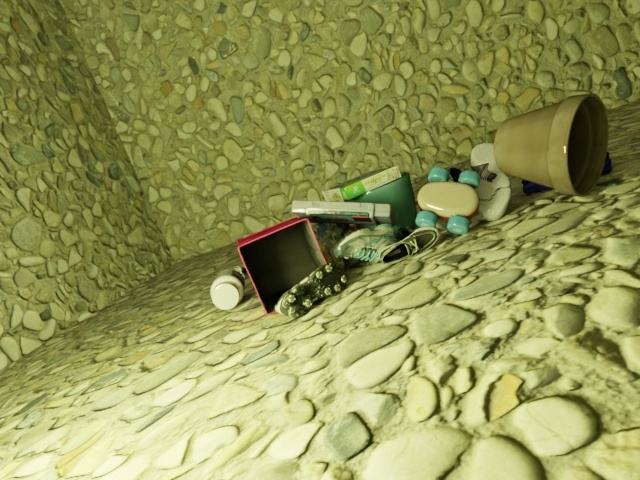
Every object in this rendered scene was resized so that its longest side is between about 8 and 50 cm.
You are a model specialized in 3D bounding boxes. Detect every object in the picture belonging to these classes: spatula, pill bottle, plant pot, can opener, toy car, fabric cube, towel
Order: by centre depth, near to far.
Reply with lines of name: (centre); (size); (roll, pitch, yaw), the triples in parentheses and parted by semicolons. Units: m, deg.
plant pot: (0.753, -0.315, 1.639); (0.323, 0.323, 0.280); (-28, 26, -36)
fabric cube: (-0.132, 0.079, 1.724); (0.254, 0.259, 0.258); (-23, 8, -9)
toy car: (0.466, -0.106, 1.765); (0.210, 0.219, 0.238); (10, -21, 23)
spatula: (0.077, 0.002, 1.836); (0.168, 0.019, 0.242); (21, 28, 15)
can opener: (0.348, -0.024, 1.854); (0.073, 0.059, 0.186); (-22, 9, -10)
towel: (0.948, -0.273, 1.897); (0.308, 0.076, 0.227); (-15, 12, 33)
pill bottle: (-0.371, 0.197, 1.955); (0.131, 0.131, 0.229); (-22, 10, -3)
plant pot: (0.268, -0.122, 2.040); (0.292, 0.235, 0.293); (-21, 10, 4)
pill bottle: (0.519, -0.195, 2.071); (0.122, 0.123, 0.219); (-31, -13, -45)

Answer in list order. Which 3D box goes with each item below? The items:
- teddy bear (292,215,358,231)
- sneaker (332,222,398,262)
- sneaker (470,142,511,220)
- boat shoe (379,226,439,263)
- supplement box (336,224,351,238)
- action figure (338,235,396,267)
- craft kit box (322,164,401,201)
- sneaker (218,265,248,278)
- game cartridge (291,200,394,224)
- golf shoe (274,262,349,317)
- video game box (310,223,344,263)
teddy bear: (0.033, -0.093, 2.359); (0.337, 0.113, 0.245); (17, 3, -17)
sneaker: (0.171, 0.023, 1.718); (0.283, 0.122, 0.110); (-17, -17, -34)
sneaker: (0.642, -0.180, 1.860); (0.137, 0.210, 0.366); (-4, 51, 16)
boat shoe: (0.303, 0.024, 1.653); (0.219, 0.078, 0.070); (-28, 8, 6)
supplement box: (0.023, -0.019, 2.127); (0.194, 0.191, 0.129); (-15, 12, 31)
action figure: (0.193, 0.033, 1.857); (0.232, 0.064, 0.137); (-28, 9, -16)
craft kit box: (0.164, -0.230, 2.000); (0.249, 0.061, 0.246); (-24, 7, -17)
sneaker: (-0.412, 0.166, 2.333); (0.091, 0.094, 0.258); (-23, 8, 14)
game cartridge: (0.089, -0.095, 1.810); (0.354, 0.068, 0.230); (3, -3, 14)
golf shoe: (-0.030, 0.152, 1.568); (0.272, 0.105, 0.120); (-27, 4, -33)
video game box: (0.000, 0.000, 2.032); (0.187, 0.205, 0.048); (-14, 13, 39)
